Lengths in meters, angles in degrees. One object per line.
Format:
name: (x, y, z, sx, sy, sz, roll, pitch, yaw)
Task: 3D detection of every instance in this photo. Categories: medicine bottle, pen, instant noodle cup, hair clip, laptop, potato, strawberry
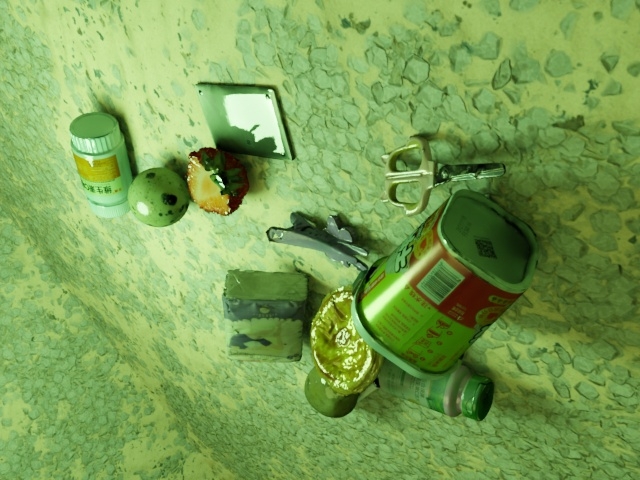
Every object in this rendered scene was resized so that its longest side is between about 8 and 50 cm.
medicine bottle: (0.295, 0.364, 1.459, 0.274, 0.133, 0.134, 10, 132, 36)
pen: (0.129, 0.495, 1.827, 0.033, 0.033, 0.269, 41, 144, 5)
instant noodle cup: (0.251, 0.082, 1.134, 0.294, 0.294, 0.308, 40, 137, 6)
hair clip: (0.004, -0.007, 1.430, 0.278, 0.090, 0.137, 16, 123, 21)
laptop: (-0.189, -0.288, 1.391, 0.269, 0.015, 0.188, 14, 133, 35)
potato: (0.040, 0.458, 1.779, 0.174, 0.159, 0.251, 20, 151, -1)
strawberry: (-0.270, -0.162, 1.527, 0.188, 0.106, 0.286, 55, 155, -7)
medicine bottle: (-0.680, -0.235, 1.796, 0.158, 0.158, 0.318, 29, 140, 20)

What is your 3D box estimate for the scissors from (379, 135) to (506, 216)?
scissors: (0.214, -0.124, 1.067, 0.317, 0.024, 0.160, 3, 91, 57)

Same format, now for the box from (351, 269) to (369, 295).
box: (0.144, 0.110, 1.394, 0.125, 0.031, 0.091, 9, 144, -11)

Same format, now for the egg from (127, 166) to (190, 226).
egg: (-0.483, -0.128, 1.700, 0.228, 0.177, 0.177, 7, 131, 60)

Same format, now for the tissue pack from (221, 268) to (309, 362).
tissue pack: (-0.164, 0.235, 1.708, 0.242, 0.125, 0.344, 2, 138, -4)

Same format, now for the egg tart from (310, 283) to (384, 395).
egg tart: (0.090, 0.259, 1.510, 0.294, 0.116, 0.295, -11, 75, 47)
